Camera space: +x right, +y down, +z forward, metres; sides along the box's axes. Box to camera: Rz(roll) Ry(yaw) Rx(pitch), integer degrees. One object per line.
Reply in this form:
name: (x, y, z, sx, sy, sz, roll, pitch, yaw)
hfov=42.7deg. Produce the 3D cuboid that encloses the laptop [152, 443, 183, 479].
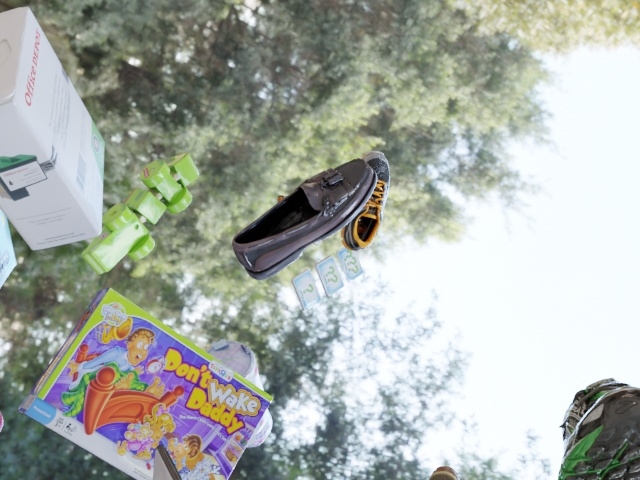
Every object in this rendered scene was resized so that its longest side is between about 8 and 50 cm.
laptop: (-0.252, 0.549, 1.004, 0.382, 0.236, 0.408, 42, -50, 50)

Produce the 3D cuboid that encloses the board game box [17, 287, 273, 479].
board game box: (-0.281, 0.271, 1.364, 0.078, 0.347, 0.233, -14, -137, 61)

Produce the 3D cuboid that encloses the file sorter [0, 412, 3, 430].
file sorter: (-0.629, 0.198, 1.215, 0.182, 0.290, 0.202, -33, -130, -18)

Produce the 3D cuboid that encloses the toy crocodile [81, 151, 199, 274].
toy crocodile: (-0.391, -0.069, 1.799, 0.105, 0.115, 0.340, 14, -120, 47)

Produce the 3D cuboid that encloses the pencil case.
pencil case: (-0.177, 0.326, 1.731, 0.113, 0.273, 0.124, -32, -130, -20)

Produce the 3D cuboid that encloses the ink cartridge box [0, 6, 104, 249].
ink cartridge box: (-0.325, -0.121, 0.916, 0.092, 0.219, 0.160, -13, -129, 4)

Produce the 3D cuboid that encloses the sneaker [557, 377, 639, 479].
sneaker: (0.308, 0.214, 0.888, 0.134, 0.343, 0.146, -11, -116, 8)

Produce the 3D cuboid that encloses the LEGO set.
LEGO set: (0.000, 0.000, 1.710, 0.060, 0.182, 0.244, -1, -66, 55)

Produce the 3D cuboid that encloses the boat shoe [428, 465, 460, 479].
boat shoe: (0.203, 0.415, 1.279, 0.064, 0.178, 0.060, -4, -150, 21)

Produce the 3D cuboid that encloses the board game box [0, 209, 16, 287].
board game box: (-0.734, -0.041, 1.695, 0.254, 0.079, 0.336, -95, -177, -65)

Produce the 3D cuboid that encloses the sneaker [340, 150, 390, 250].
sneaker: (0.103, -0.078, 1.693, 0.083, 0.084, 0.215, -151, -109, -75)

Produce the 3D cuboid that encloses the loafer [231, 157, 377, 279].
loafer: (-0.028, -0.052, 1.484, 0.302, 0.095, 0.109, -40, -135, -5)
